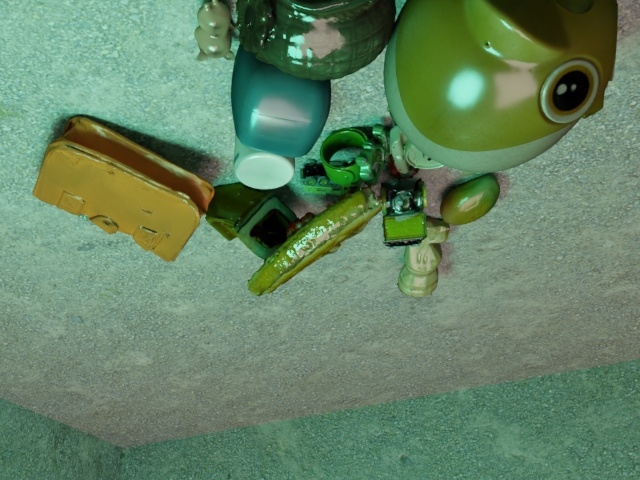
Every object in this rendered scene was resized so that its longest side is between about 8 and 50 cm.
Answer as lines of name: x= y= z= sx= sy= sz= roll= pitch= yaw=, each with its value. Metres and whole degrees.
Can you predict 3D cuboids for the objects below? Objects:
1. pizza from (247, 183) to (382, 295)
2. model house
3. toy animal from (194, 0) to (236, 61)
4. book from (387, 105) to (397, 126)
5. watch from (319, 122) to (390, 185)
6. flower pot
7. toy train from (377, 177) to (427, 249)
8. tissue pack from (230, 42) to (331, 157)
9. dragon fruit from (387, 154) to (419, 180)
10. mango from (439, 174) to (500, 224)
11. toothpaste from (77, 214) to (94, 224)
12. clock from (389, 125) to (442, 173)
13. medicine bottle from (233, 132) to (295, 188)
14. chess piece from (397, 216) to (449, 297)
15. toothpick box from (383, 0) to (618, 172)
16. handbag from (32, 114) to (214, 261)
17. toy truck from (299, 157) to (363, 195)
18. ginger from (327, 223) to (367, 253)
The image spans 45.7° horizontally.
pizza: x=0.010 y=-0.034 z=2.037 sx=0.440 sy=0.130 sz=0.406 roll=-37 pitch=178 yaw=25
model house: x=-0.209 y=-0.053 z=2.116 sx=0.239 sy=0.173 sz=0.268 roll=17 pitch=160 yaw=34
toy animal: x=-0.221 y=-0.433 z=1.565 sx=0.083 sy=0.089 sz=0.150 roll=1 pitch=140 yaw=1
book: x=0.276 y=-0.283 z=1.901 sx=0.160 sy=0.024 sz=0.228 roll=-11 pitch=148 yaw=19
watch: x=0.085 y=-0.218 z=1.911 sx=0.152 sy=0.165 sz=0.131 roll=13 pitch=157 yaw=24
flower pot: x=-0.013 y=-0.442 z=1.377 sx=0.301 sy=0.302 sz=0.213 roll=0 pitch=145 yaw=-4
toy train: x=0.226 y=-0.070 z=2.062 sx=0.134 sy=0.178 sz=0.261 roll=-6 pitch=177 yaw=6
tissue pack: x=-0.080 y=-0.329 z=1.553 sx=0.198 sy=0.287 sz=0.206 roll=9 pitch=131 yaw=-12
dragon fruit: x=0.215 y=-0.188 z=2.021 sx=0.083 sy=0.056 sz=0.060 roll=8 pitch=147 yaw=-19
mango: x=0.423 y=-0.113 z=2.134 sx=0.130 sy=0.092 sz=0.195 roll=18 pitch=135 yaw=-26
toothpaste: x=-0.569 y=-0.076 z=2.170 sx=0.248 sy=0.047 sz=0.078 roll=-5 pitch=151 yaw=1
clock: x=0.272 y=-0.236 z=1.895 sx=0.191 sy=0.062 sz=0.151 roll=-7 pitch=150 yaw=13
medicine bottle: x=-0.127 y=-0.246 z=1.729 sx=0.139 sy=0.237 sz=0.139 roll=-3 pitch=148 yaw=-2
chess piece: x=0.318 y=0.040 z=2.367 sx=0.137 sy=0.137 sz=0.301 roll=-1 pitch=138 yaw=-2
toothpick box: x=0.339 y=-0.351 z=1.409 sx=0.408 sy=0.409 sz=0.425 roll=5 pitch=155 yaw=-12
handbag: x=-0.504 y=-0.121 z=1.941 sx=0.410 sy=0.116 sz=0.303 roll=27 pitch=139 yaw=-14
toy truck: x=0.029 y=-0.163 z=2.032 sx=0.168 sy=0.077 sz=0.100 roll=-2 pitch=146 yaw=-3
ginger: x=0.000 y=0.000 z=2.306 sx=0.148 sy=0.081 sz=0.333 roll=2 pitch=153 yaw=-37
